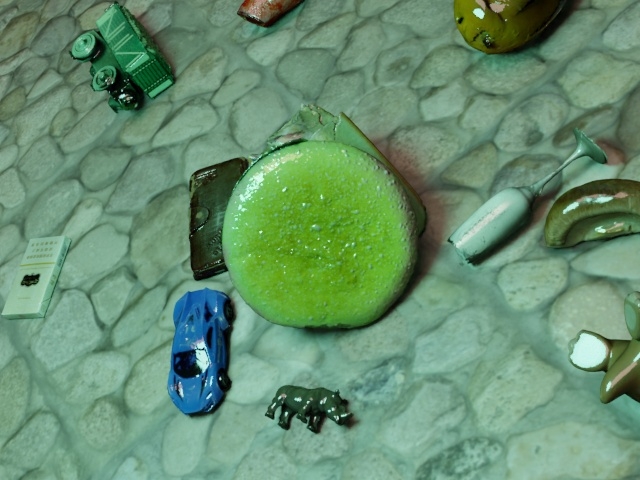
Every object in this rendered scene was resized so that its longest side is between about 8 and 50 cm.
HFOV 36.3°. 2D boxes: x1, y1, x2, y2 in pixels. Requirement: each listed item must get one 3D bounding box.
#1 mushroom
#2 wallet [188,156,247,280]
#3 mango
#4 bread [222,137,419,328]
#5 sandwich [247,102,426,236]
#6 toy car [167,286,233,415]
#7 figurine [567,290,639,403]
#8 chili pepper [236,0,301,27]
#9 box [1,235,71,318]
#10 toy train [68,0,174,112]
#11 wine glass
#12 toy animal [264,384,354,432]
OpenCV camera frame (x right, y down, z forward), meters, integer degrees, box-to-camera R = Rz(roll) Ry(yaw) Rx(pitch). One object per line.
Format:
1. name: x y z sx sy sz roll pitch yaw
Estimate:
1. mushroom: 0.407 -0.044 1.354 0.209 0.094 0.072 -12 57 27
2. wallet: -0.179 -0.044 1.713 0.122 0.031 0.232 -19 52 14
3. mango: 0.320 -0.417 1.621 0.249 0.156 0.151 -51 13 -12
4. bread: 0.002 -0.006 1.440 0.301 0.301 0.045 -35 10 3
5. sandwich: 0.028 -0.087 1.517 0.155 0.198 0.227 -48 49 -8
6. toy car: -0.197 0.171 1.552 0.103 0.063 0.216 -13 53 20
7. figurine: 0.428 0.188 1.109 0.247 0.177 0.173 22 53 -10
8. chili pepper: -0.077 -0.498 1.938 0.192 0.084 0.086 -46 65 0
9. box: -0.534 0.068 1.835 0.090 0.024 0.167 -5 57 27
10. toy train: -0.416 -0.376 2.019 0.154 0.115 0.269 -40 47 6
11. wine glass: 0.296 -0.059 1.438 0.262 0.074 0.074 -39 48 2
12. toy animal: -0.011 0.241 1.413 0.135 0.047 0.065 0 50 35
